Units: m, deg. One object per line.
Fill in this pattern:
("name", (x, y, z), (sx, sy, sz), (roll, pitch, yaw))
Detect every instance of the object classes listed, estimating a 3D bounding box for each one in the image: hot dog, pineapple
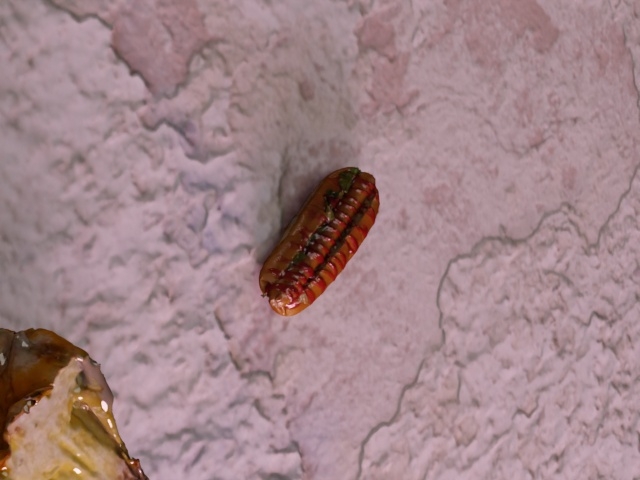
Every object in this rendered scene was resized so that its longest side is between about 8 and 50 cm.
("hot dog", (0.001, 0.000, 1.237), (0.144, 0.038, 0.062), (-53, 123, -33))
("pineapple", (-0.182, 0.168, 1.011), (0.186, 0.114, 0.236), (7, 93, -45))
